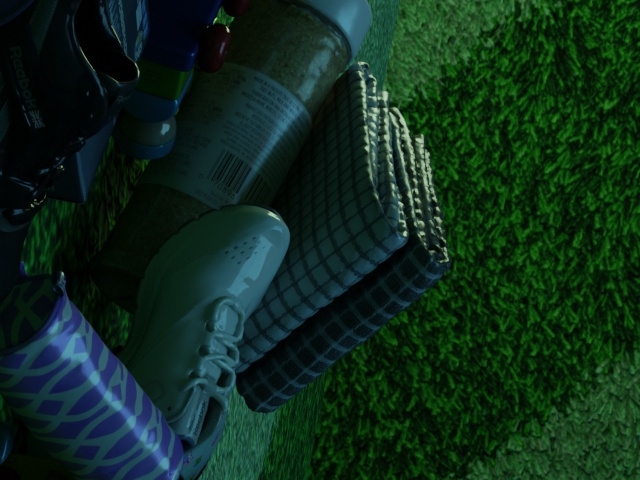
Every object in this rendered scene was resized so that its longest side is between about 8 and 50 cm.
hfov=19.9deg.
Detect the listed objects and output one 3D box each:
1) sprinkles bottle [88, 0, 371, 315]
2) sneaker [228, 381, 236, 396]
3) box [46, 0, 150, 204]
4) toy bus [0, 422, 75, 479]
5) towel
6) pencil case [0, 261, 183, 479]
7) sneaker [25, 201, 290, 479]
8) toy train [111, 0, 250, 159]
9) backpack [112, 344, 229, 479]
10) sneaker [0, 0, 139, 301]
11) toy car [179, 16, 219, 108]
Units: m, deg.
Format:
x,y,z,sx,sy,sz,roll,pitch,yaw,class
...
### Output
x,y,z,sx,sy,sz,roll,pitch,yaw,class
-0.079,-0.091,1.664,0.121,0.121,0.355,85,30,-65,sprinkles bottle
-0.136,0.131,1.993,0.258,0.091,0.094,123,-18,-47,sneaker
-0.177,-0.167,1.310,0.232,0.059,0.183,92,12,-52,box
-0.222,0.249,1.361,0.191,0.104,0.202,76,24,-73,toy bus
0.000,0.000,1.697,0.235,0.121,0.283,-41,-153,22,towel
-0.178,0.111,1.337,0.206,0.086,0.088,60,5,-36,pencil case
-0.111,0.104,1.498,0.111,0.129,0.297,37,86,-42,sneaker
-0.121,-0.191,1.605,0.248,0.105,0.143,-72,180,-49,toy train
-0.154,0.169,1.764,0.182,0.115,0.152,74,30,-69,backpack
-0.180,-0.076,1.144,0.107,0.124,0.283,-66,165,-62,sneaker
-0.131,-0.116,1.787,0.239,0.053,0.225,-69,167,-59,toy car
